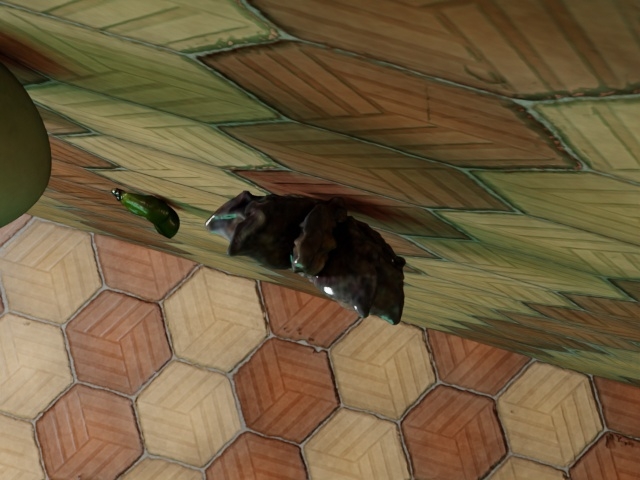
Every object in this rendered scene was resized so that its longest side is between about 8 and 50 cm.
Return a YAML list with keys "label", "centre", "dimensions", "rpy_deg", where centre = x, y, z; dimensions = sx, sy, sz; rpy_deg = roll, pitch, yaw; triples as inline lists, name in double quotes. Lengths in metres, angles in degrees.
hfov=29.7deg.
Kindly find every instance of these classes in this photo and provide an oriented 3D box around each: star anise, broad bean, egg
- label: "star anise"
  centre: [0.000, 0.000, 1.330]
  dimensions: [0.223, 0.109, 0.236]
  rpy_deg: [27, -173, -24]
- label: "broad bean"
  centre: [-0.252, -0.041, 1.858]
  dimensions: [0.061, 0.046, 0.195]
  rpy_deg: [26, 174, 25]
- label: "egg"
  centre: [-0.344, -0.089, 1.002]
  dimensions: [0.253, 0.186, 0.186]
  rpy_deg: [23, 171, -30]
